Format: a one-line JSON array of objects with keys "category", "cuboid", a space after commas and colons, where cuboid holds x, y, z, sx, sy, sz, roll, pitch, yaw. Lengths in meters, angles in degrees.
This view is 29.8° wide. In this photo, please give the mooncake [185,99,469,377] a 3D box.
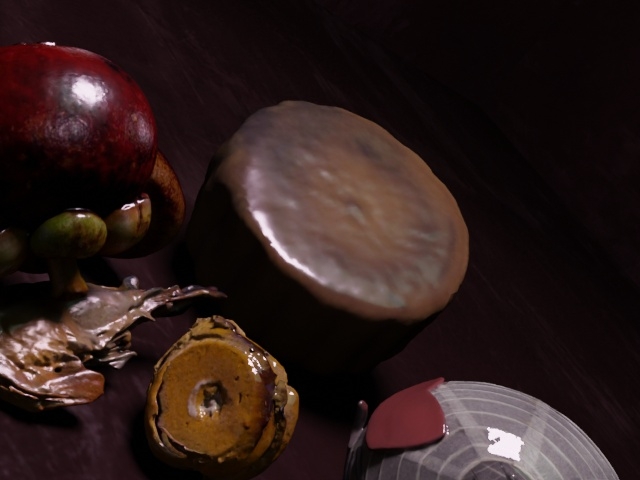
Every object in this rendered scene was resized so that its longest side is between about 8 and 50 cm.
[{"category": "mooncake", "cuboid": [0.000, 0.000, 1.263, 0.290, 0.161, 0.290, 18, 45, -19]}]

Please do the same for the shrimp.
[{"category": "shrimp", "cuboid": [-0.173, 0.085, 0.967, 0.262, 0.066, 0.117, -1, 56, -44]}]

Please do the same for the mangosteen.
[{"category": "mangosteen", "cuboid": [-0.211, -0.051, 0.908, 0.200, 0.200, 0.200, 36, 18, -14]}]

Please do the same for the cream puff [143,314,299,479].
[{"category": "cream puff", "cuboid": [-0.081, 0.130, 0.961, 0.133, 0.119, 0.104, 65, 6, 29]}]

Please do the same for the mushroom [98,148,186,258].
[{"category": "mushroom", "cuboid": [-0.246, -0.032, 1.041, 0.227, 0.148, 0.217, 30, 36, -1]}]

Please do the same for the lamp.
[{"category": "lamp", "cuboid": [0.133, 0.229, 0.962, 0.233, 0.233, 0.265, 16, 44, -53]}]
